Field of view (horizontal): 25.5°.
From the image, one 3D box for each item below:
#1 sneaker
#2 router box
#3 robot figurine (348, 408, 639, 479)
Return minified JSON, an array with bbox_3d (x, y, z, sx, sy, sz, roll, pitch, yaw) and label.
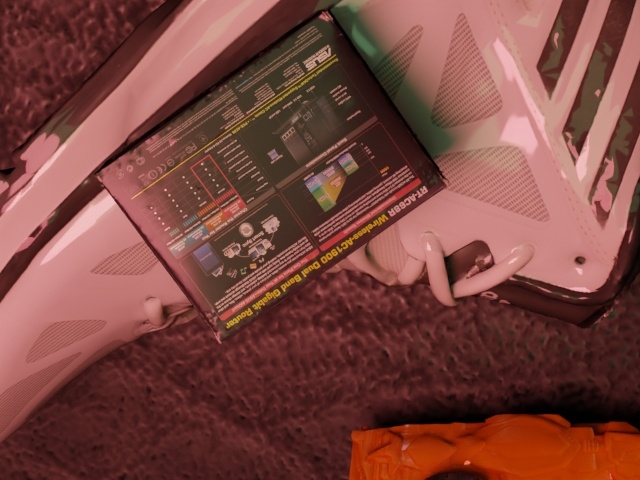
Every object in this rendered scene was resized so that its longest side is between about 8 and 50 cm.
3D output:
[{"bbox_3d":[0.000,0.000,0.696,0.257,0.169,0.447,44,103,-1],"label":"sneaker"},{"bbox_3d":[-0.021,-0.028,0.609,0.122,0.038,0.092,-35,100,3],"label":"router box"},{"bbox_3d":[0.155,0.162,0.713,0.291,0.211,0.085,-1,132,10],"label":"robot figurine"}]
